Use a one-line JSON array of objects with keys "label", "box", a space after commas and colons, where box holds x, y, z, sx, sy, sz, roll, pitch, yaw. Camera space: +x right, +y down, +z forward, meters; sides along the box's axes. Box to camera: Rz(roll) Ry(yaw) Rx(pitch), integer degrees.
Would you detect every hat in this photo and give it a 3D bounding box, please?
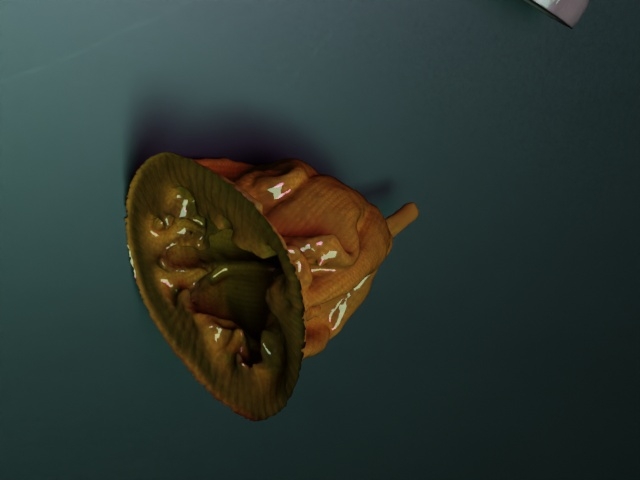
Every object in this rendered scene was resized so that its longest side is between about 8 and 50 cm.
[{"label": "hat", "box": [0.000, 0.000, 1.040, 0.233, 0.233, 0.244, -20, 164, -34]}]

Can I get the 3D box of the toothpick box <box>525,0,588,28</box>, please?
[{"label": "toothpick box", "box": [0.212, -0.266, 1.039, 0.098, 0.098, 0.149, 26, 103, -29]}]
